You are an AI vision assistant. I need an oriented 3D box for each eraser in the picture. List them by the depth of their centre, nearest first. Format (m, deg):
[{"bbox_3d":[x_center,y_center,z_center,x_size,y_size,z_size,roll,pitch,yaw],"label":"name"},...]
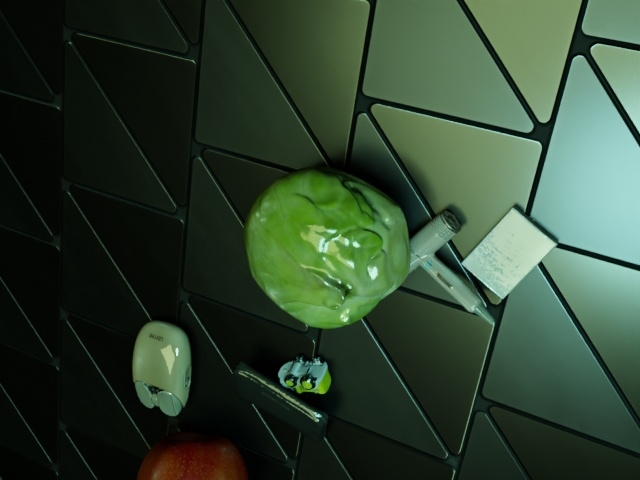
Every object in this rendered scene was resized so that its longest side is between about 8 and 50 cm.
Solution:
[{"bbox_3d":[0.344,0.023,1.325,0.104,0.023,0.150,42,120,8],"label":"eraser"}]

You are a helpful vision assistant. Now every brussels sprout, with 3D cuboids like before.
[{"bbox_3d":[0.000,0.000,1.359,0.328,0.247,0.327,20,131,24],"label":"brussels sprout"}]

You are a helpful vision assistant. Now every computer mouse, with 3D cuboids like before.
[{"bbox_3d":[-0.378,0.304,1.731,0.145,0.082,0.236,16,112,19],"label":"computer mouse"}]

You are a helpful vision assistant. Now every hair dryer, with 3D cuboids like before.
[{"bbox_3d":[0.227,0.088,1.365,0.195,0.054,0.220,-42,75,31],"label":"hair dryer"}]

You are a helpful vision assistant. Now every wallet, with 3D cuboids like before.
[{"bbox_3d":[-0.095,0.355,1.603,0.250,0.044,0.149,30,150,13],"label":"wallet"}]

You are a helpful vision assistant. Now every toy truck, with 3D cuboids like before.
[{"bbox_3d":[-0.034,0.301,1.577,0.111,0.076,0.076,-3,125,27],"label":"toy truck"}]

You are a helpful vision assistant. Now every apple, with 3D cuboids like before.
[{"bbox_3d":[-0.300,0.562,1.685,0.261,0.260,0.216,4,85,24],"label":"apple"}]
